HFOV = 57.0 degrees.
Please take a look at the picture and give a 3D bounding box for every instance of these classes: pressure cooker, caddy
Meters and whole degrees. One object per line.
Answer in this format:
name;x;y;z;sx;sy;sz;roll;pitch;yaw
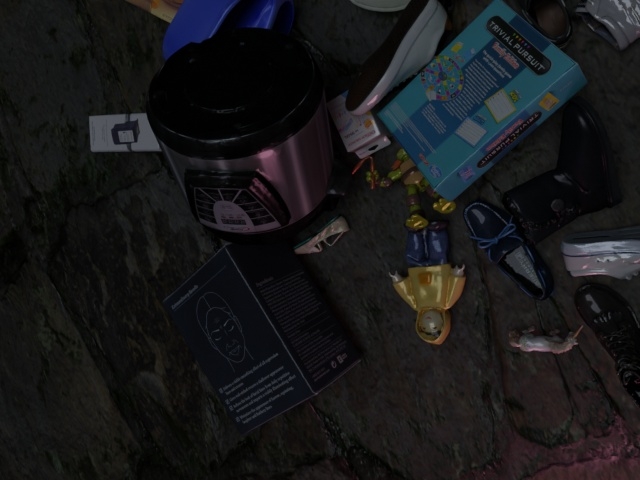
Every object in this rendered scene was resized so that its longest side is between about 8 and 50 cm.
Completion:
pressure cooker;-0.146;-0.197;1.306;0.375;0.420;0.370;-31;58;-14
caddy;-0.206;-0.472;1.393;0.179;0.241;0.341;48;114;19

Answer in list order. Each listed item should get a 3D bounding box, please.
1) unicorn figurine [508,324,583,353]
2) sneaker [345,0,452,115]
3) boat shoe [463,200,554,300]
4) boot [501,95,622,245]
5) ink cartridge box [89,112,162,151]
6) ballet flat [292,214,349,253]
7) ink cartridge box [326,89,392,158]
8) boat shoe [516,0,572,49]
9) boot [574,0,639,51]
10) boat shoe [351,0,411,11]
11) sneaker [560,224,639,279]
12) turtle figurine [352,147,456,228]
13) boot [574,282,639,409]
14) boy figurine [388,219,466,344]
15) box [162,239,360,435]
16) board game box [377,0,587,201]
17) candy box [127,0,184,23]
unicorn figurine;0.475;0.210;1.235;0.161;0.111;0.060;-18;89;26
sneaker;0.176;-0.370;1.259;0.290;0.123;0.106;-51;38;13
boat shoe;0.405;0.013;1.252;0.258;0.089;0.109;45;113;13
boot;0.453;-0.126;1.145;0.207;0.094;0.247;-26;115;6
ink cartridge box;-0.466;-0.284;1.578;0.237;0.172;0.100;4;99;25
ballet flat;0.000;0.000;1.464;0.168;0.057;0.052;-35;92;26
ink cartridge box;0.095;-0.270;1.359;0.092;0.090;0.143;-26;85;26
boat shoe;0.433;-0.493;1.174;0.084;0.079;0.233;-27;84;28
boot;0.530;-0.485;1.116;0.123;0.095;0.258;-40;81;18
boat shoe;0.199;-0.566;1.248;0.304;0.091;0.109;0;141;29
sneaker;0.615;0.027;1.166;0.258;0.094;0.091;-3;114;30
turtle figurine;0.201;-0.132;1.312;0.269;0.087;0.217;-22;55;12
boot;0.580;0.209;1.119;0.091;0.229;0.263;-40;80;25
boy figurine;0.241;0.096;1.344;0.177;0.092;0.285;-1;94;23
box;-0.149;0.220;1.455;0.293;0.212;0.396;-38;81;35
board game box;0.309;-0.283;1.189;0.336;0.079;0.254;-42;52;19
candy box;-0.411;-0.685;1.541;0.316;0.087;0.183;31;109;19
